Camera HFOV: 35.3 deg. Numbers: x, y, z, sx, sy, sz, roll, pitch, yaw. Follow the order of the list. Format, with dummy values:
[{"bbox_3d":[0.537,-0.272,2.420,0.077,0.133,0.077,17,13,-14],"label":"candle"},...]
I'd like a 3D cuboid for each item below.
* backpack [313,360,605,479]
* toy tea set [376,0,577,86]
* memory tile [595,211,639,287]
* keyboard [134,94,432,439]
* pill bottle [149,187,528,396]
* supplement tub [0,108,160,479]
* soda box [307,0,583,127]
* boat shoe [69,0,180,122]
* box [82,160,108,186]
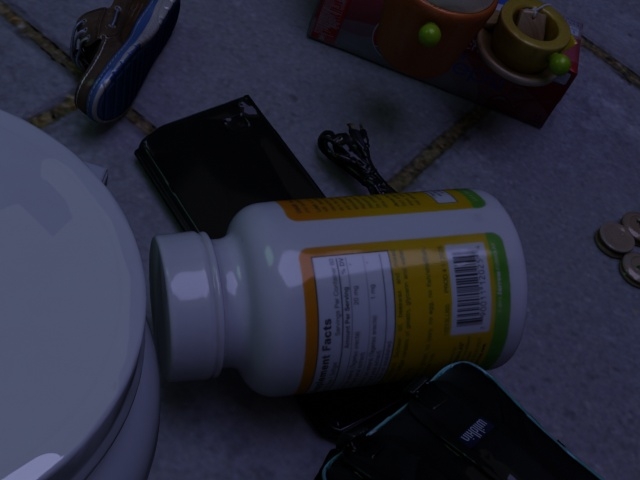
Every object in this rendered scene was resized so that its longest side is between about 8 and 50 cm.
[{"bbox_3d":[0.104,0.197,0.644,0.188,0.144,0.166,33,45,33],"label":"backpack"},{"bbox_3d":[0.113,-0.290,0.933,0.200,0.124,0.336,-10,59,-26],"label":"toy tea set"},{"bbox_3d":[0.343,0.012,0.969,0.148,0.012,0.113,-18,62,-30],"label":"memory tile"},{"bbox_3d":[0.000,0.000,0.840,0.201,0.033,0.317,-24,66,-26],"label":"keyboard"},{"bbox_3d":[0.008,0.037,0.713,0.245,0.136,0.136,-4,55,-16],"label":"pill bottle"},{"bbox_3d":[-0.206,0.109,0.484,0.235,0.325,0.235,10,51,-13],"label":"supplement tub"},{"bbox_3d":[0.127,-0.215,1.018,0.263,0.083,0.092,21,50,-5],"label":"soda box"},{"bbox_3d":[-0.183,-0.167,0.885,0.066,0.066,0.183,19,40,0],"label":"boat shoe"},{"bbox_3d":[-0.222,0.001,0.653,0.145,0.186,0.038,18,50,-8],"label":"box"}]
